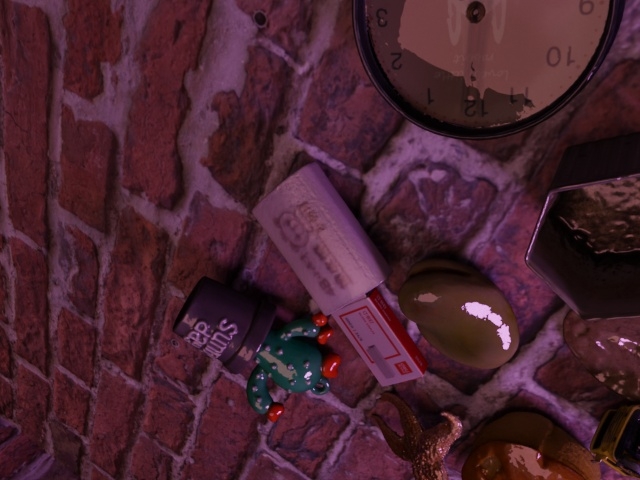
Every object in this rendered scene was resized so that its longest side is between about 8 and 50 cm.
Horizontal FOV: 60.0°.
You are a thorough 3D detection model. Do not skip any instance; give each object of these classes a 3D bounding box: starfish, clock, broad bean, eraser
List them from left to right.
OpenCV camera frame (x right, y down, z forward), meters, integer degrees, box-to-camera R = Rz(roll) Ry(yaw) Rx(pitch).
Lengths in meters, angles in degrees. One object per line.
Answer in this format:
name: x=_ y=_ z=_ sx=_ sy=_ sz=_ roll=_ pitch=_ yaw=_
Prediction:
eraser: x=0.000 y=0.000 z=1.111 sx=0.174 sy=0.095 sz=0.270 roll=-36 pitch=90 yaw=34
starfish: x=0.222 y=0.484 z=1.235 sx=0.299 sy=0.060 sz=0.302 roll=-31 pitch=74 yaw=53
broad bean: x=0.268 y=0.140 z=1.057 sx=0.189 sy=0.121 sz=0.263 roll=-30 pitch=115 yaw=35
clock: x=0.226 y=-0.331 z=0.802 sx=0.386 sy=0.076 sz=0.386 roll=15 pitch=124 yaw=23

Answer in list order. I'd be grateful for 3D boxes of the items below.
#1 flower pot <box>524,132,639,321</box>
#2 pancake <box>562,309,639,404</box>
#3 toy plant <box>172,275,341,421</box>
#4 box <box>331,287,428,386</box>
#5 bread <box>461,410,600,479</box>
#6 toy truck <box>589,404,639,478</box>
flower pot: x=0.428 y=-0.024 z=0.797 sx=0.209 sy=0.189 sz=0.239 roll=19 pitch=125 yaw=21
pancake: x=0.536 y=0.175 z=0.947 sx=0.242 sy=0.050 sz=0.241 roll=22 pitch=131 yaw=27
toy plant: x=-0.144 y=0.252 z=1.311 sx=0.400 sy=0.279 sz=0.185 roll=31 pitch=170 yaw=-13
box: x=0.125 y=0.209 z=1.212 sx=0.123 sy=0.050 sz=0.229 roll=-27 pitch=102 yaw=38
bread: x=0.431 y=0.485 z=1.131 sx=0.270 sy=0.148 sz=0.269 roll=18 pitch=128 yaw=24
toy truck: x=0.621 y=0.412 z=0.990 sx=0.272 sy=0.124 sz=0.157 roll=34 pitch=162 yaw=4
